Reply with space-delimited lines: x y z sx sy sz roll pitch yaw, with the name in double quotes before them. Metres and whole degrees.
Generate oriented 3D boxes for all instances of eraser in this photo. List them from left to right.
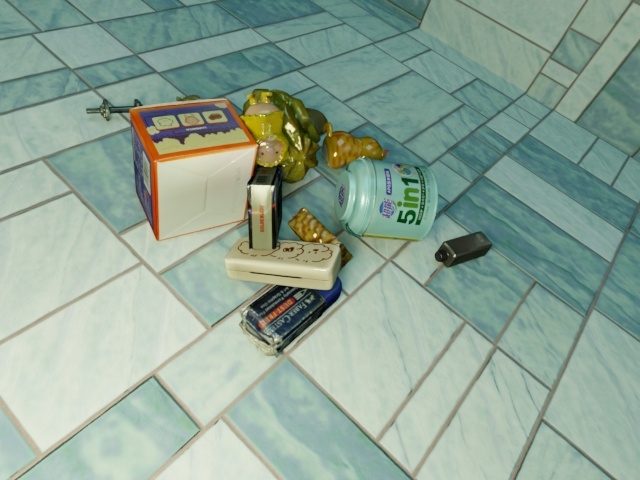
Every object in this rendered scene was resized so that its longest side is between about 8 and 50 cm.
"eraser" -0.078 0.195 1.353 0.155 0.102 0.332 40 50 17

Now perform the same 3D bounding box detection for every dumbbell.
"dumbbell" -0.768 -0.507 1.745 0.253 0.082 0.082 -11 55 -27

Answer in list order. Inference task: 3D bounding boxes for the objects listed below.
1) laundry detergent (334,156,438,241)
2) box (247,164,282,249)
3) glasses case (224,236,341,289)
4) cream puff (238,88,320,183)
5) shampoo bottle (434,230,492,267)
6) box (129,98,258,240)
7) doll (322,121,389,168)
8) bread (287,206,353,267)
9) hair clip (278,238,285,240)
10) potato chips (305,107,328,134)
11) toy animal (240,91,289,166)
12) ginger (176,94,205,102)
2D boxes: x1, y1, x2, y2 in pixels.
"laundry detergent" 0.219 -0.146 1.628 0.304 0.287 0.288 5 49 -15
"box" -0.169 -0.116 1.415 0.084 0.198 0.310 1 20 -1
"glasses case" -0.112 0.065 1.359 0.335 0.076 0.144 4 33 14
"cream puff" -0.128 -0.368 1.653 0.275 0.379 0.378 5 36 36
"shampoo bottle" 0.537 0.036 1.716 0.245 0.079 0.080 -13 54 -28
"box" -0.413 -0.230 1.442 0.318 0.349 0.257 -18 58 -29
"doll" 0.129 -0.371 1.883 0.269 0.162 0.167 10 32 -24
"bread" 0.000 0.000 1.508 0.096 0.181 0.222 -45 67 -2
"hair clip" -0.129 0.040 1.509 0.195 0.052 0.124 9 54 -18
"potato chips" -0.059 -0.550 2.039 0.207 0.062 0.196 9 50 -14
"toy animal" -0.179 -0.354 1.440 0.155 0.230 0.156 -3 24 1
"ginger" -0.517 -0.515 1.825 0.157 0.102 0.216 -41 73 -14
